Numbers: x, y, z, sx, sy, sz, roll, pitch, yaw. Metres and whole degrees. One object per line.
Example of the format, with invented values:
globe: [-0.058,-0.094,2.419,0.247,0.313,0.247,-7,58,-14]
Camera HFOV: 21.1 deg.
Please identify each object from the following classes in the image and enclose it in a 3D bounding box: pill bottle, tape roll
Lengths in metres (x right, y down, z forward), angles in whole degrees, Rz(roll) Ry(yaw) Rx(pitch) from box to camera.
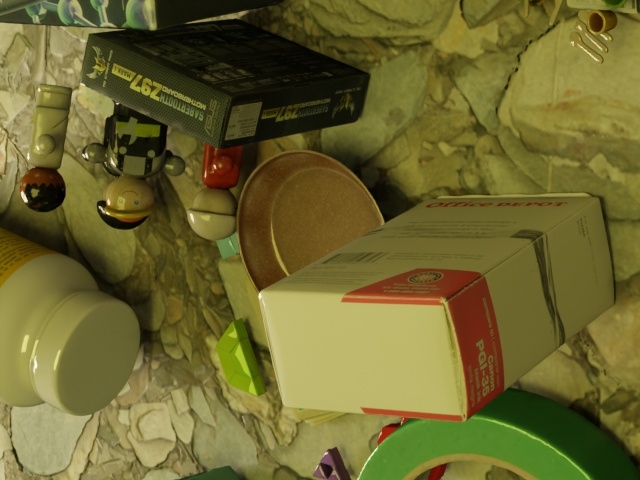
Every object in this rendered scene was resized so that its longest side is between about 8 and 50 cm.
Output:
pill bottle: [-0.382,0.084,2.031,0.334,0.188,0.188,20,116,32]
tape roll: [0.184,0.307,1.716,0.321,0.077,0.321,12,114,28]

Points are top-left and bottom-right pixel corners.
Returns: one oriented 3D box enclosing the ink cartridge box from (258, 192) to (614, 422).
ink cartridge box: [0.115,0.054,1.573,0.207,0.283,0.117,0,108,38]

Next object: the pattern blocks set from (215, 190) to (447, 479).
pattern blocks set: [0.000,0.107,1.846,0.285,0.026,0.325,-8,100,39]

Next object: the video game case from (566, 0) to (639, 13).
video game case: [0.287,-0.293,1.472,0.183,0.023,0.201,14,113,45]

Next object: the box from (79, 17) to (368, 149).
box: [-0.092,-0.159,1.694,0.183,0.232,0.059,26,114,29]

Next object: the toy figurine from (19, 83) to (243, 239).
toy figurine: [-0.199,-0.080,1.816,0.213,0.209,0.148,9,93,34]

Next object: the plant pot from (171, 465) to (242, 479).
plant pot: [-0.139,0.389,1.968,0.165,0.165,0.234,-22,83,40]

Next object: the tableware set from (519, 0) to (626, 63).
tableware set: [0.214,-0.235,1.536,0.154,0.024,0.104,49,137,33]

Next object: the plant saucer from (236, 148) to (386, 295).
plant saucer: [0.000,0.000,1.770,0.198,0.036,0.199,12,111,34]

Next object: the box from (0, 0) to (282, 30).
box: [-0.258,-0.379,1.765,0.395,0.212,0.294,7,109,35]
